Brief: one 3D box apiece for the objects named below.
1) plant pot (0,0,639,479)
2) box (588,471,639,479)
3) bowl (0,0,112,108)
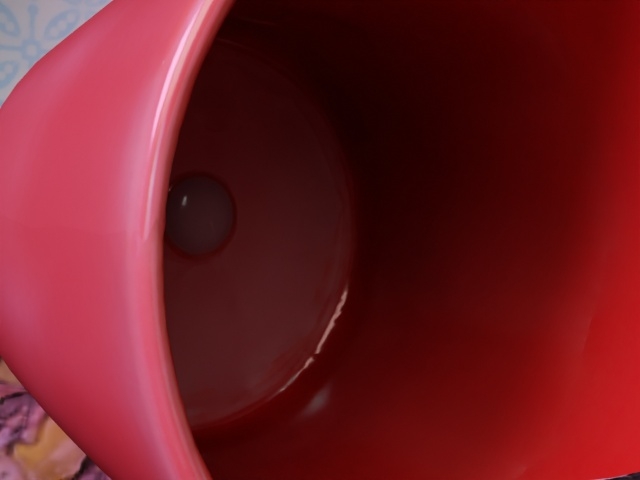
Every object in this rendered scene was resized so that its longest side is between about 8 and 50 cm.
[{"bbox_3d":[0.000,0.000,0.543,0.275,0.275,0.243,-37,22,-25],"label":"plant pot"},{"bbox_3d":[0.133,0.155,0.407,0.257,0.322,0.079,-9,56,8],"label":"box"},{"bbox_3d":[-0.136,-0.124,0.684,0.289,0.289,0.156,-34,22,-24],"label":"bowl"}]
